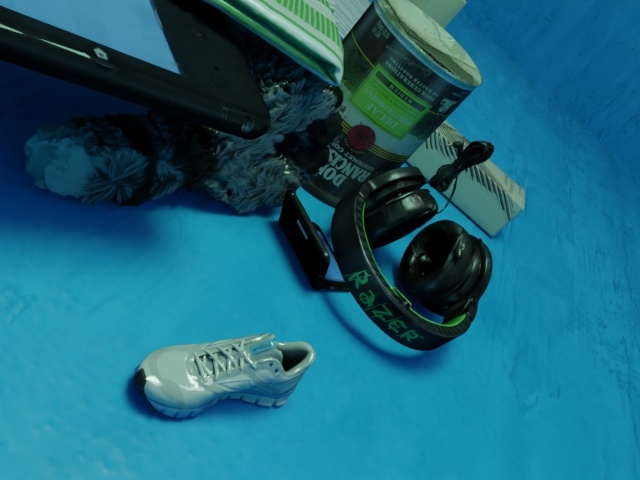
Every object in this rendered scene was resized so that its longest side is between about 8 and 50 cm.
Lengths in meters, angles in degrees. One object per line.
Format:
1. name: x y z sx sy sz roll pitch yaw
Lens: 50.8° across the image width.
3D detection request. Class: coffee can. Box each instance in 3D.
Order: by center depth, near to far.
1. coffee can: 0.081 -0.211 1.047 0.201 0.275 0.201 29 33 -22

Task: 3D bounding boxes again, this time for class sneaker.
1. sneaker: -0.084 0.116 0.645 0.191 0.083 0.071 5 49 -45

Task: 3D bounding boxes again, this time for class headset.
1. headset: 0.160 -0.020 0.971 0.243 0.185 0.394 47 33 -10

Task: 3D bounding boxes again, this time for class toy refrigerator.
1. toy refrigerator: 0.183 -0.454 1.471 0.094 0.269 0.102 17 39 -37

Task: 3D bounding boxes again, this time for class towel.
1. towel: -0.085 -0.327 0.824 0.248 0.038 0.325 26 31 -28

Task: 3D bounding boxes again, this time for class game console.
1. game console: -0.240 -0.259 0.612 0.386 0.060 0.342 11 40 -47
2. game console: 0.000 0.000 0.899 0.071 0.107 0.122 -16 59 -24

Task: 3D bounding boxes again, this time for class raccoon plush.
1. raccoon plush: -0.171 -0.213 0.848 0.446 0.216 0.299 0 43 -49

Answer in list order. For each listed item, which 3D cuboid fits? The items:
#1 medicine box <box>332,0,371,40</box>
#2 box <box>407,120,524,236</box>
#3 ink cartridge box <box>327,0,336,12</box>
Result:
1. medicine box: 0.022 -0.396 1.330 0.263 0.149 0.289 52 32 15
2. box: 0.286 -0.143 1.379 0.275 0.094 0.113 40 30 -6
3. ink cartridge box: -0.076 -0.352 1.103 0.087 0.208 0.153 24 36 -29
